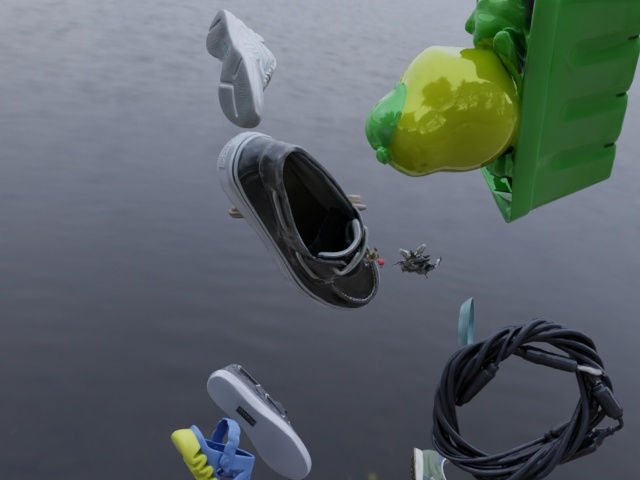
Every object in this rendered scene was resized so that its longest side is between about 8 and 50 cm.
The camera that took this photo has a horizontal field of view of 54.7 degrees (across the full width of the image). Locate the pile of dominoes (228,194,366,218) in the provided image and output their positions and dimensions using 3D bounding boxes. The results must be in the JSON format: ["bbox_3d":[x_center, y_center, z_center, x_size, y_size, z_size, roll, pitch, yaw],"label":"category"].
[{"bbox_3d":[-0.049,-0.070,1.193,0.251,0.040,0.196,3,-8,-24],"label":"pile of dominoes"}]

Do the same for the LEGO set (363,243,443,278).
[{"bbox_3d":[0.085,0.024,0.621,0.083,0.054,0.023,-5,63,0],"label":"LEGO set"}]

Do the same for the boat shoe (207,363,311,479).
[{"bbox_3d":[-0.094,0.300,1.051,0.228,0.080,0.076,41,28,9],"label":"boat shoe"}]

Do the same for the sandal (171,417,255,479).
[{"bbox_3d":[-0.198,0.523,1.376,0.138,0.317,0.126,-32,22,-24],"label":"sandal"}]

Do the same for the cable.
[{"bbox_3d":[0.190,0.160,0.604,0.184,0.151,0.047,-25,9,13],"label":"cable"}]

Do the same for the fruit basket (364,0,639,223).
[{"bbox_3d":[0.233,-0.212,0.875,0.392,0.392,0.283,6,40,-10],"label":"fruit basket"}]

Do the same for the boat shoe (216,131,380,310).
[{"bbox_3d":[0.000,0.000,0.787,0.119,0.121,0.335,19,-20,45],"label":"boat shoe"}]

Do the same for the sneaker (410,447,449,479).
[{"bbox_3d":[0.225,0.504,1.215,0.086,0.064,0.192,5,51,-1],"label":"sneaker"}]

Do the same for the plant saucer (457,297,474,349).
[{"bbox_3d":[0.283,0.170,1.207,0.021,0.119,0.119,2,21,19],"label":"plant saucer"}]

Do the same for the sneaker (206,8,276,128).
[{"bbox_3d":[-0.068,-0.166,0.603,0.061,0.054,0.152,13,47,-35],"label":"sneaker"}]
